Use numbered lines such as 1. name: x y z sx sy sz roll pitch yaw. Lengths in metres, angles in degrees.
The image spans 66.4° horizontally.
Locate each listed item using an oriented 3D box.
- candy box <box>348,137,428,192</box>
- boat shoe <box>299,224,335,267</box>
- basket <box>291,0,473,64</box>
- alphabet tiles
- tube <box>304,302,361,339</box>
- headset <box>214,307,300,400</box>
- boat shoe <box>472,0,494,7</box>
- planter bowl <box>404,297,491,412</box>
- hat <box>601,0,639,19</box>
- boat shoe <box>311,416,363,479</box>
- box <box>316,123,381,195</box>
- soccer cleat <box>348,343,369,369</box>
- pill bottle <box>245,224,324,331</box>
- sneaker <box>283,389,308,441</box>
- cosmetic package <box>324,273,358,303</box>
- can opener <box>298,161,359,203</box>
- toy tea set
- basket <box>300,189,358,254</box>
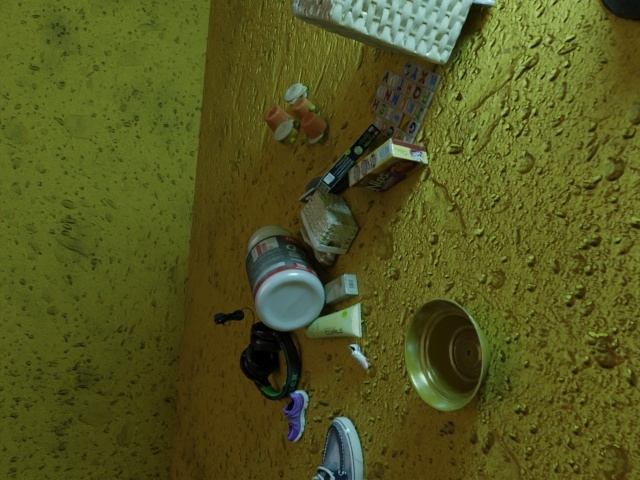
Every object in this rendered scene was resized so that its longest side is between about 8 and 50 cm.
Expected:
1. candy box: 0.164 -0.183 1.224 0.186 0.109 0.053 -33 57 53
2. boat shoe: 0.000 0.000 1.535 0.072 0.068 0.190 -54 49 22
3. basket: 0.153 -0.595 1.076 0.266 0.328 0.331 -118 44 -56
4. alphabet tiles: 0.208 -0.366 1.287 0.237 0.009 0.198 53 129 50
5. tube: 0.041 0.243 1.412 0.240 0.062 0.070 -23 104 52
6. headset: -0.223 0.381 1.717 0.394 0.185 0.243 46 124 40
7. boat shoe: 0.343 -0.526 1.055 0.100 0.035 0.035 -122 44 -57
8. planter bowl: 0.269 0.225 0.974 0.217 0.090 0.217 -19 68 57
9. hat: 0.496 -0.497 0.680 0.331 0.134 0.331 -18 69 57
10. boat shoe: 0.016 0.643 1.268 0.127 0.158 0.341 -26 62 56
11. box: 0.073 -0.215 1.316 0.207 0.036 0.114 -49 2 -7
12. soccer cleat: 0.102 0.311 1.308 0.029 0.035 0.083 -63 35 31
13. pill bottle: -0.128 0.103 1.559 0.363 0.210 0.210 -119 44 -58
14. sneaker: -0.091 0.559 1.562 0.068 0.071 0.170 18 100 60
15. cosmetic package: 0.058 0.142 1.413 0.115 0.041 0.060 -37 54 52
16. can opener: 0.023 -0.188 1.509 0.283 0.076 0.095 -32 58 53
17. toy tea set: -0.077 -0.411 1.732 0.200 0.124 0.336 -39 40 12
18. basket: 0.028 -0.056 1.439 0.103 0.113 0.167 -56 39 33
